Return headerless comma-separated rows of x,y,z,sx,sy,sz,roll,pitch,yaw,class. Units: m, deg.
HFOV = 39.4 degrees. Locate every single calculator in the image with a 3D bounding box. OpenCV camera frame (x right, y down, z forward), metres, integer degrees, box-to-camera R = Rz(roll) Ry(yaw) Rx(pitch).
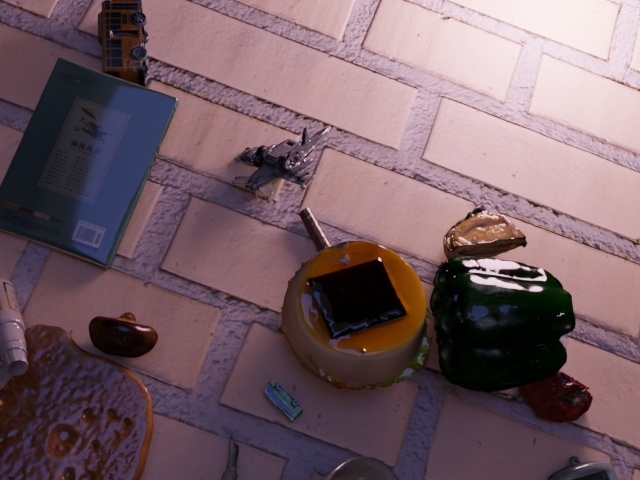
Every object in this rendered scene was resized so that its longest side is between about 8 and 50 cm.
0.518,0.526,1.679,0.141,0.045,0.246,-10,69,-14,calculator

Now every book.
-0.468,-0.160,1.771,0.264,0.031,0.379,21,75,-1,book

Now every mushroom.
-0.362,0.168,1.638,0.127,0.127,0.087,9,74,-6,mushroom

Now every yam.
0.000,0.000,1.815,0.032,0.032,0.145,-24,74,-18,yam

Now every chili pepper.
0.333,0.151,1.683,0.257,0.233,0.248,-1,45,-4,chili pepper

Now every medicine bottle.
-0.567,0.164,1.587,0.092,0.061,0.220,-46,43,8,medicine bottle

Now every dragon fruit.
0.455,0.301,1.729,0.162,0.106,0.083,32,67,1,dragon fruit

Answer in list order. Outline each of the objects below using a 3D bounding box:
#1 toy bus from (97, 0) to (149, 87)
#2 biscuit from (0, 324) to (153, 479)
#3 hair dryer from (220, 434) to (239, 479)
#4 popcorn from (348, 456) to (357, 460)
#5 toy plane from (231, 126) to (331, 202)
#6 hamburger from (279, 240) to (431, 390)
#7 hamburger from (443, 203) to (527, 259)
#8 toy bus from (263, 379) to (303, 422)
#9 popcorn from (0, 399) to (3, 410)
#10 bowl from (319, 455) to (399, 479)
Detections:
-0.416,-0.419,1.888,0.103,0.091,0.182,-3,71,-8,toy bus
-0.488,0.361,1.563,0.365,0.062,0.385,33,66,7,biscuit
-0.218,0.501,1.560,0.229,0.092,0.267,-18,58,-10,hair dryer
0.063,0.438,1.629,0.068,0.059,0.083,-3,77,-11,popcorn
-0.064,-0.179,1.852,0.192,0.088,0.262,24,58,31,toy plane
0.065,0.143,1.690,0.276,0.179,0.294,-19,69,-19,hamburger
0.333,-0.015,1.857,0.176,0.087,0.102,-10,57,-6,hamburger
-0.071,0.300,1.680,0.083,0.031,0.037,43,77,9,toy bus
-0.602,0.290,1.475,0.152,0.148,0.167,31,80,-30,popcorn
0.022,0.527,1.518,0.313,0.146,0.313,21,64,-49,bowl
